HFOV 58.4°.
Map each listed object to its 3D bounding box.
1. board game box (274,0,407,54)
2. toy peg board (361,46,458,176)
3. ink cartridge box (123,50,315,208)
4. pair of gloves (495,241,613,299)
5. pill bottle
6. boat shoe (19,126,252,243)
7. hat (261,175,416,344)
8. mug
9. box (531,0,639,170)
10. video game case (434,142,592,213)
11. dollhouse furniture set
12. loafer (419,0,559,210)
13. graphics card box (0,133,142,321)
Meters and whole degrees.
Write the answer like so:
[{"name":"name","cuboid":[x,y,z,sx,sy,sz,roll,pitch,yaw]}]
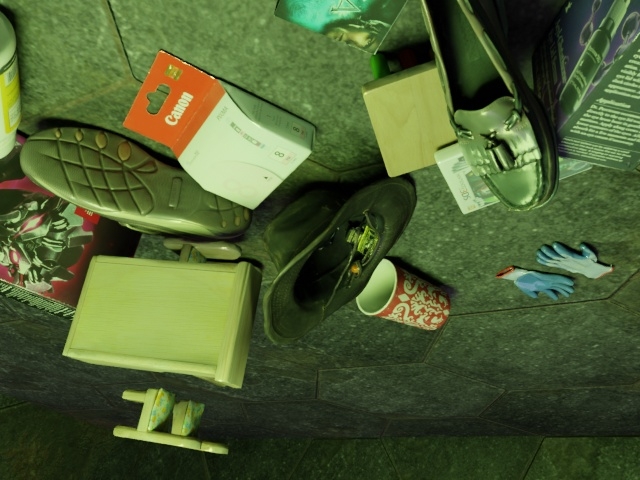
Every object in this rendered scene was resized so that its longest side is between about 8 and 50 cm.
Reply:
[{"name":"board game box","cuboid":[0.040,-0.282,0.580,0.126,0.026,0.186,16,148,-15]},{"name":"toy peg board","cuboid":[0.139,-0.177,0.708,0.161,0.079,0.161,-17,146,9]},{"name":"ink cartridge box","cuboid":[-0.153,-0.145,0.826,0.233,0.066,0.189,18,148,-27]},{"name":"pair of gloves","cuboid":[0.443,0.061,1.080,0.159,0.023,0.198,18,148,-18]},{"name":"pill bottle","cuboid":[-0.451,-0.196,0.735,0.119,0.119,0.208,17,148,-16]},{"name":"boat shoe","cuboid":[-0.290,-0.063,0.914,0.356,0.132,0.130,20,149,-20]},{"name":"hat","cuboid":[0.000,0.000,0.905,0.134,0.331,0.331,41,158,22]},{"name":"mug","cuboid":[0.165,0.106,1.161,0.169,0.150,0.113,23,110,-32]},{"name":"box","cuboid":[0.306,-0.192,0.555,0.108,0.153,0.207,11,148,-5]},{"name":"video game case","cuboid":[0.263,-0.106,0.765,0.191,0.022,0.173,-21,153,17]},{"name":"dollhouse furniture set","cuboid":[-0.194,0.171,0.990,0.257,0.361,0.394,4,159,14]},{"name":"loafer","cuboid":[0.155,-0.148,0.569,0.096,0.267,0.084,-17,-176,42]},{"name":"graphics card box","cuboid":[-0.472,-0.032,0.903,0.094,0.232,0.371,-17,142,43]}]
